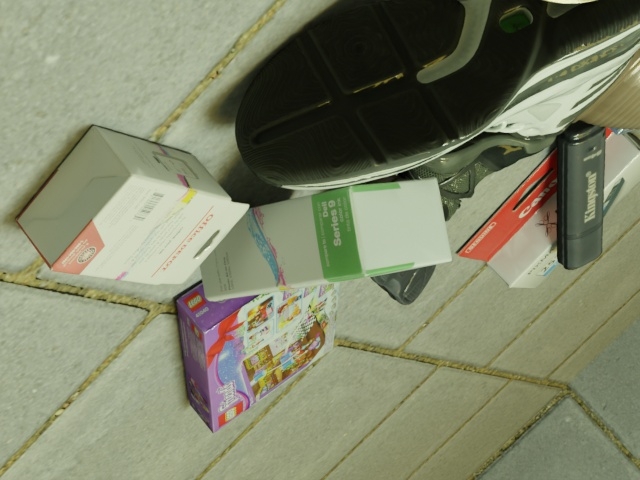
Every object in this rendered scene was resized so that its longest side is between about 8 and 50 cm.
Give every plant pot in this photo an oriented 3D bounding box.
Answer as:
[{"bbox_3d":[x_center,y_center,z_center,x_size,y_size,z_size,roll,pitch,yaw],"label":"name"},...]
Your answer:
[{"bbox_3d":[0.408,-0.213,1.552,0.237,0.110,0.237,-47,180,0],"label":"plant pot"}]

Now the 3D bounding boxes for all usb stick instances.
[{"bbox_3d":[0.383,-0.066,1.860,0.077,0.045,0.278,-21,135,-10],"label":"usb stick"}]

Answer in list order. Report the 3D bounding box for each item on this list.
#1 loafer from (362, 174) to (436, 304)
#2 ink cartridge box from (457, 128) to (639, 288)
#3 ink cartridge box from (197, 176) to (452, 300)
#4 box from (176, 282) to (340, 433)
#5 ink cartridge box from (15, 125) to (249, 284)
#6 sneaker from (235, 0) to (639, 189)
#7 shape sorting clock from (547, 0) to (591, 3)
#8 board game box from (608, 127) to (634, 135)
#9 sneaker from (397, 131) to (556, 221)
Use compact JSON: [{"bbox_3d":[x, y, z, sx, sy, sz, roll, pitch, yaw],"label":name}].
[{"bbox_3d":[0.068,-0.005,1.505,0.109,0.095,0.302,-54,159,-11],"label":"loafer"},{"bbox_3d":[0.372,-0.051,1.946,0.296,0.066,0.261,-48,157,16],"label":"ink cartridge box"},{"bbox_3d":[0.000,0.000,1.282,0.212,0.093,0.154,-13,177,39],"label":"ink cartridge box"},{"bbox_3d":[-0.071,0.105,1.534,0.201,0.057,0.293,-34,156,-21],"label":"box"},{"bbox_3d":[-0.163,-0.025,1.142,0.115,0.067,0.198,-47,155,15],"label":"ink cartridge box"},{"bbox_3d":[0.139,-0.131,1.247,0.447,0.169,0.257,-25,158,-6],"label":"sneaker"},{"bbox_3d":[0.220,-0.312,1.107,0.206,0.206,0.040,-41,-165,0],"label":"shape sorting clock"},{"bbox_3d":[0.485,-0.233,1.803,0.194,0.060,0.194,-27,154,-32],"label":"board game box"},{"bbox_3d":[0.182,-0.099,1.536,0.227,0.087,0.130,-20,151,-35],"label":"sneaker"}]
